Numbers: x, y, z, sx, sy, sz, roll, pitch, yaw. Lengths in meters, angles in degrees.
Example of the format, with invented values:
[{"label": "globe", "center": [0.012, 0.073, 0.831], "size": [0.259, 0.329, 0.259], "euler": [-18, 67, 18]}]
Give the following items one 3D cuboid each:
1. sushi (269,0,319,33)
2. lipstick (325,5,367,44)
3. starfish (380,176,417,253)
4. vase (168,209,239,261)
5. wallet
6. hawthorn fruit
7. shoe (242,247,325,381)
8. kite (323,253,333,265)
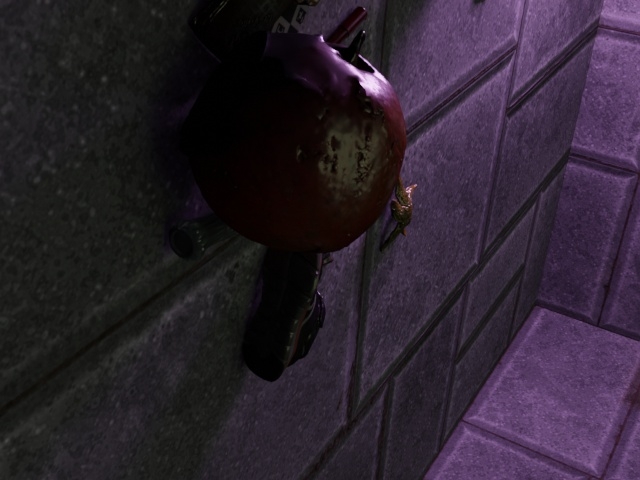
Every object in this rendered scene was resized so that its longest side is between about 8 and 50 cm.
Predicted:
[{"label": "sushi", "center": [-0.030, -0.395, 1.207], "size": [0.192, 0.050, 0.215], "euler": [-68, 156, -5]}, {"label": "lipstick", "center": [0.024, -0.335, 1.399], "size": [0.176, 0.027, 0.027], "euler": [-51, 149, -32]}, {"label": "starfish", "center": [0.187, -0.075, 1.910], "size": [0.208, 0.053, 0.176], "euler": [89, 21, -49]}, {"label": "vase", "center": [-0.151, -0.022, 1.210], "size": [0.148, 0.081, 0.081], "euler": [-32, 135, -49]}, {"label": "wallet", "center": [-0.069, -0.337, 1.112], "size": [0.232, 0.031, 0.122], "euler": [-49, 157, 1]}, {"label": "hawthorn fruit", "center": [-0.038, -0.129, 1.123], "size": [0.316, 0.316, 0.316], "euler": [-45, 145, -43]}, {"label": "shoe", "center": [-0.039, 0.106, 1.481], "size": [0.137, 0.114, 0.291], "euler": [-7, 117, -57]}, {"label": "kite", "center": [0.000, 0.000, 1.612], "size": [0.159, 0.010, 0.190], "euler": [-57, 154, -31]}]
